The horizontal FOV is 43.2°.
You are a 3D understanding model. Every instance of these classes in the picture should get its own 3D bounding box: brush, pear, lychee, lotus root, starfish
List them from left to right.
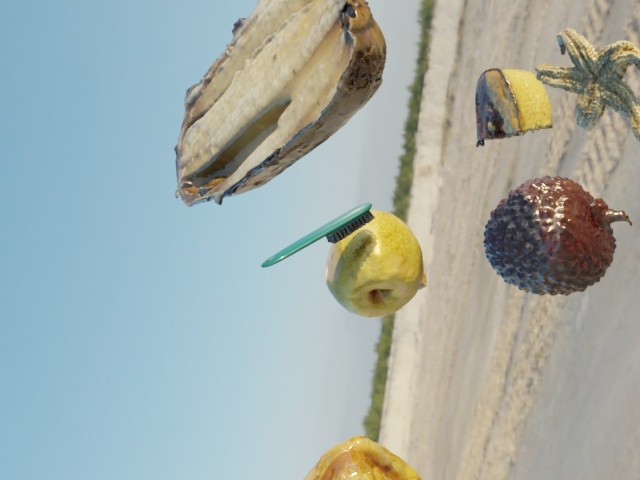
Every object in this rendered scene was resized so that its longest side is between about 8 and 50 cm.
[{"bbox_3d":[-0.041,-0.118,0.725,0.329,0.078,0.167,-28,58,53],"label":"lotus root"},{"bbox_3d":[0.000,0.000,1.187,0.032,0.193,0.043,63,162,-15],"label":"brush"},{"bbox_3d":[0.084,0.032,1.318,0.178,0.178,0.178,8,-90,-84],"label":"pear"},{"bbox_3d":[0.489,-0.012,1.684,0.264,0.300,0.264,42,-142,-43],"label":"lychee"},{"bbox_3d":[0.346,-0.194,1.017,0.150,0.053,0.209,88,157,-52],"label":"starfish"}]

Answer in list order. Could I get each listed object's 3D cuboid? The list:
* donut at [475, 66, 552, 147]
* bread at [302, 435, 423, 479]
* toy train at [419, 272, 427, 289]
[{"bbox_3d":[0.347,-0.243,1.456,0.217,0.085,0.141,-143,45,-80],"label":"donut"},{"bbox_3d":[0.008,0.463,1.216,0.344,0.195,0.149,-52,16,9],"label":"bread"},{"bbox_3d":[0.159,0.040,1.485,0.044,0.064,0.103,-37,53,51],"label":"toy train"}]
